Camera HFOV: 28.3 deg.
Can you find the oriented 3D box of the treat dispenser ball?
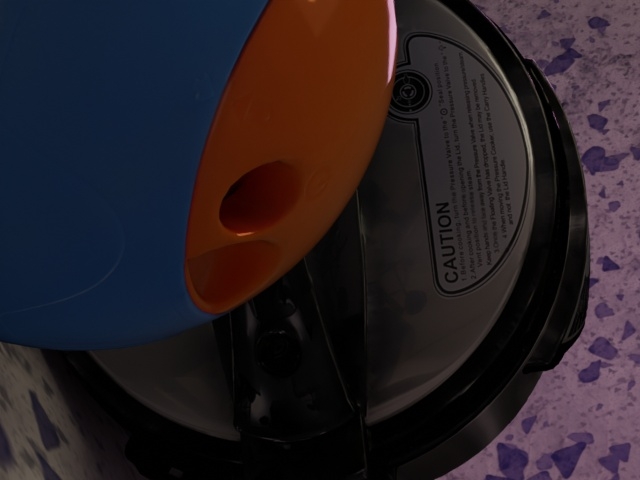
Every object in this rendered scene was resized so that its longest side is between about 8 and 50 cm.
[{"bbox_3d":[-0.108,-0.095,0.570,0.288,0.288,0.288,60,1,-2],"label":"treat dispenser ball"}]

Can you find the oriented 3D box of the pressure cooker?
[{"bbox_3d":[-0.006,0.003,0.899,0.370,0.375,0.420,39,-4,16],"label":"pressure cooker"}]
